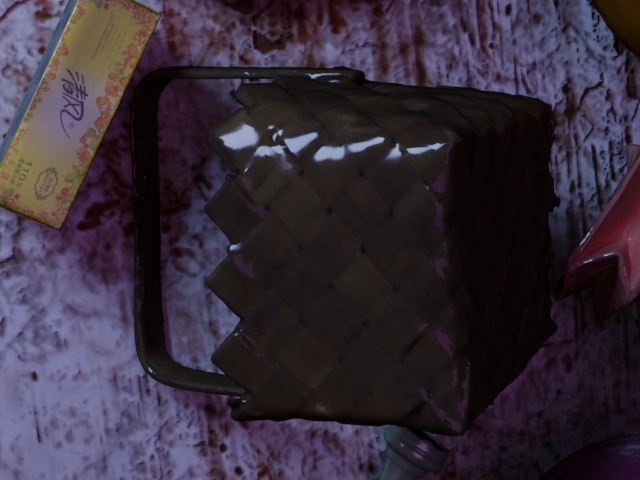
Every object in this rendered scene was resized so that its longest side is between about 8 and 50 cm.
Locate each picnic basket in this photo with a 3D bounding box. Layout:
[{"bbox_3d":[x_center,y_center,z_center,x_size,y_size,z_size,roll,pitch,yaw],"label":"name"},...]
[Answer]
[{"bbox_3d":[0.000,0.000,0.875,0.321,0.291,0.254,5,102,25],"label":"picnic basket"}]

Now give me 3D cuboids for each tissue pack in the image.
[{"bbox_3d":[-0.188,-0.101,0.884,0.062,0.095,0.176,24,89,-20],"label":"tissue pack"}]

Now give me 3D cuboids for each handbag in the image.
[{"bbox_3d":[0.253,-0.015,0.977,0.059,0.212,0.157,29,86,10],"label":"handbag"}]

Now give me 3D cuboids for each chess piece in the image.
[{"bbox_3d":[0.050,0.229,1.025,0.059,0.059,0.149,30,94,-18],"label":"chess piece"}]

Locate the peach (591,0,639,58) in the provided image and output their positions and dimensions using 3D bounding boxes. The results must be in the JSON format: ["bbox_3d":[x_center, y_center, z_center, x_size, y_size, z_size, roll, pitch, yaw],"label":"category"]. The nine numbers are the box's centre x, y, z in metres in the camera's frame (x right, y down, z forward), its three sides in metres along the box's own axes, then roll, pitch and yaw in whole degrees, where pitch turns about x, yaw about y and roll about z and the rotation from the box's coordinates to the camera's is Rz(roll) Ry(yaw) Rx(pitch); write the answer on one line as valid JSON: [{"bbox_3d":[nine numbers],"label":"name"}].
[{"bbox_3d":[0.360,-0.279,0.917,0.342,0.343,0.302,4,77,-18],"label":"peach"}]

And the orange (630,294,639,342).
[{"bbox_3d":[0.437,0.072,0.875,0.368,0.210,0.271,-27,127,12],"label":"orange"}]

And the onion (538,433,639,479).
[{"bbox_3d":[0.234,0.324,0.955,0.345,0.358,0.358,27,88,4],"label":"onion"}]
